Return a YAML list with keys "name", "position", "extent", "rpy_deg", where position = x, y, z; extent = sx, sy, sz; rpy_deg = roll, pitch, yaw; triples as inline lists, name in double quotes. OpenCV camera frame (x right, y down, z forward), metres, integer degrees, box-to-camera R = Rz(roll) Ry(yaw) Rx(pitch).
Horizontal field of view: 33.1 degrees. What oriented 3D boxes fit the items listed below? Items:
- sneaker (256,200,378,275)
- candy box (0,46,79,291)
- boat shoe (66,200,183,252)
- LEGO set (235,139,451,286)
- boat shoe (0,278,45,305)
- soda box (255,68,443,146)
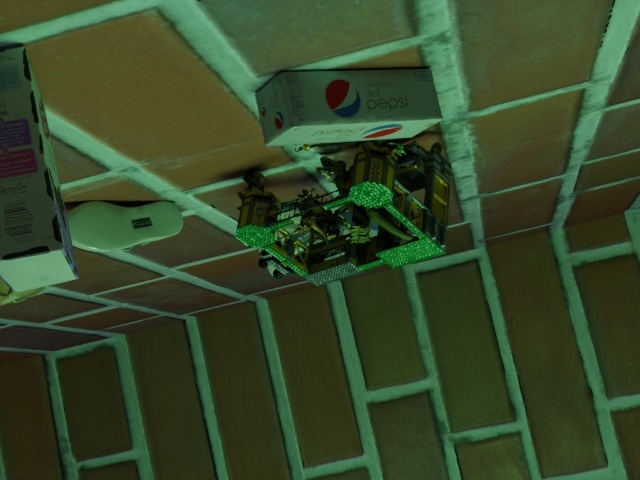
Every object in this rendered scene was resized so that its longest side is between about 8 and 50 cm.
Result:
- name: "sneaker"
  position: [0.000, 0.000, 1.985]
  extent: [0.296, 0.131, 0.112]
  rpy_deg: [-7, 167, -37]
- name: "candy box"
  position: [-0.290, -0.063, 1.032]
  extent: [0.070, 0.196, 0.165]
  rpy_deg: [-12, 171, -10]
- name: "boat shoe"
  position: [-0.311, -0.015, 1.642]
  extent: [0.070, 0.078, 0.219]
  rpy_deg: [-22, 168, 40]
- name: "LEGO set"
  position: [0.042, -0.078, 1.619]
  extent: [0.255, 0.192, 0.331]
  rpy_deg: [31, 141, -32]
- name: "boat shoe"
  position: [-0.487, 0.039, 1.649]
  extent: [0.110, 0.121, 0.341]
  rpy_deg: [-17, -179, -4]
- name: "soda box"
  position: [0.036, -0.160, 1.284]
  extent: [0.216, 0.069, 0.074]
  rpy_deg: [-6, 169, -31]
